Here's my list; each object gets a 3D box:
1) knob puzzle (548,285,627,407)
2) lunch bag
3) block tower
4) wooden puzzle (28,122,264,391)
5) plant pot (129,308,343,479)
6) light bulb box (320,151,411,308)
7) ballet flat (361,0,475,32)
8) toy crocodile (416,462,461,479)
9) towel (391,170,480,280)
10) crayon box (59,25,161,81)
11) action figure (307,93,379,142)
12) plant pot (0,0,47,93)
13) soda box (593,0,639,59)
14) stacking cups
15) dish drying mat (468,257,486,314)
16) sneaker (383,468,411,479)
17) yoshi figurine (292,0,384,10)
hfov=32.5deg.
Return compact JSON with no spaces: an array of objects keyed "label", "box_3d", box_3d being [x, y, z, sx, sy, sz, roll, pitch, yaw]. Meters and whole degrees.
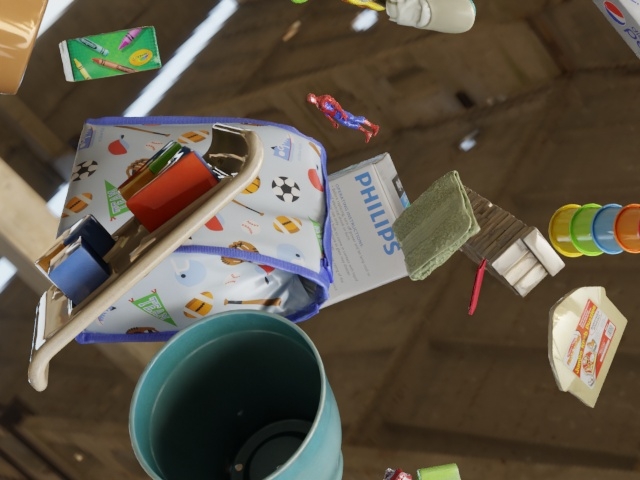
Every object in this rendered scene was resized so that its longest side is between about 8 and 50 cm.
[{"label":"knob puzzle","box_3d":[0.425,0.160,1.822,0.030,0.213,0.213,6,-127,48]},{"label":"lunch bag","box_3d":[-0.175,-0.018,1.665,0.386,0.238,0.327,-3,-135,1]},{"label":"block tower","box_3d":[0.297,-0.005,1.924,0.097,0.091,0.335,-44,-159,-1]},{"label":"wooden puzzle","box_3d":[-0.223,-0.012,1.257,0.348,0.080,0.322,-46,-165,-3]},{"label":"plant pot","box_3d":[-0.089,0.274,1.527,0.272,0.255,0.271,-9,-126,13]},{"label":"light bulb box","box_3d":[0.000,0.000,2.172,0.361,0.225,0.358,-22,-176,10]},{"label":"ballet flat","box_3d":[0.101,-0.344,1.531,0.248,0.086,0.086,36,-103,32]},{"label":"toy crocodile","box_3d":[0.201,0.488,1.570,0.105,0.115,0.340,106,-21,-65]},{"label":"towel","box_3d":[0.161,-0.021,1.566,0.148,0.027,0.110,-44,-128,38]},{"label":"crayon box","box_3d":[-0.415,-0.362,2.146,0.165,0.081,0.278,-12,-169,-14]},{"label":"action figure","box_3d":[0.030,-0.184,1.624,0.038,0.115,0.030,-34,-153,61]},{"label":"plant pot","box_3d":[-0.577,-0.371,1.838,0.291,0.204,0.290,-161,-90,-75]},{"label":"soda box","box_3d":[0.503,-0.326,1.630,0.091,0.286,0.098,-40,-176,0]},{"label":"stacking cups","box_3d":[0.490,-0.017,1.803,0.096,0.096,0.316,-47,-168,-11]},{"label":"dish drying mat","box_3d":[0.227,0.067,1.592,0.008,0.083,0.032,18,-143,17]},{"label":"sneaker","box_3d":[0.101,0.405,1.779,0.042,0.118,0.067,3,-89,53]},{"label":"yoshi figurine","box_3d":[0.007,-0.526,1.917,0.204,0.203,0.362,-23,-150,-13]}]
